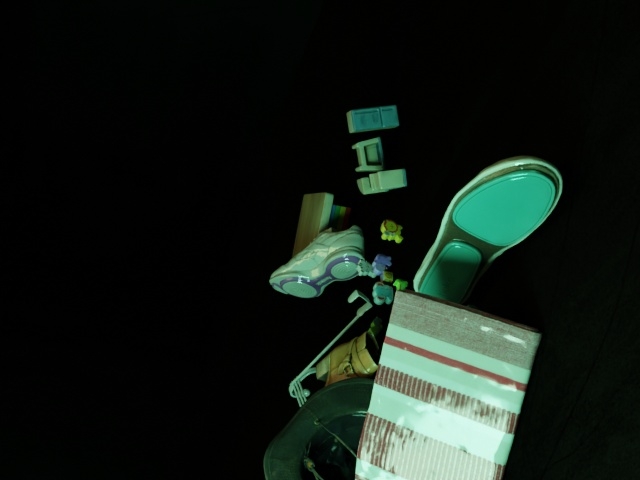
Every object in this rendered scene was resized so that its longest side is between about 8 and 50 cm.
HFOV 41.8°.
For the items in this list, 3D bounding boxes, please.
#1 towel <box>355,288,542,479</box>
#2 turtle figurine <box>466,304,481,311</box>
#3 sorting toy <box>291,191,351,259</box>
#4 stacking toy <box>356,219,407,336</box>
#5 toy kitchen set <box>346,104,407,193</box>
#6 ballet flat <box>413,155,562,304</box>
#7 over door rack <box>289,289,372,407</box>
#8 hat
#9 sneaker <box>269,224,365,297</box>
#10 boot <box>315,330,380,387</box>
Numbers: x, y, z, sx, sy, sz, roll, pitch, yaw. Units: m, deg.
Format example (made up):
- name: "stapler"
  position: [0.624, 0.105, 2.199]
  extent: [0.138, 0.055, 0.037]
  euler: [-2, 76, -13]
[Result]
- name: "towel"
  position: [0.192, 0.261, 1.314]
  extent: [0.037, 0.237, 0.329]
  euler: [-1, -74, -62]
- name: "turtle figurine"
  position: [0.202, 0.225, 1.425]
  extent: [0.234, 0.118, 0.175]
  euler: [-54, 25, 31]
- name: "sorting toy"
  position: [0.000, 0.000, 2.386]
  extent: [0.255, 0.089, 0.257]
  euler: [-173, 94, -75]
- name: "stacking toy"
  position: [0.137, 0.087, 1.891]
  extent: [0.167, 0.052, 0.221]
  euler: [119, 157, -48]
- name: "toy kitchen set"
  position: [0.158, -0.223, 1.992]
  extent: [0.166, 0.122, 0.207]
  euler: [174, 87, -74]
- name: "ballet flat"
  position: [0.267, -0.033, 1.394]
  extent: [0.400, 0.139, 0.139]
  euler: [118, 158, -49]
- name: "over door rack"
  position: [0.067, 0.313, 1.844]
  extent: [0.324, 0.108, 0.239]
  euler: [-57, 35, 24]
- name: "hat"
  position: [0.066, 0.430, 1.577]
  extent: [0.331, 0.331, 0.134]
  euler: [-94, -9, -45]
- name: "sneaker"
  position: [-0.001, 0.056, 2.197]
  extent: [0.305, 0.114, 0.152]
  euler: [-22, 42, 32]
- name: "boot"
  position: [0.067, 0.291, 1.689]
  extent: [0.152, 0.073, 0.197]
  euler: [-38, 52, 30]
